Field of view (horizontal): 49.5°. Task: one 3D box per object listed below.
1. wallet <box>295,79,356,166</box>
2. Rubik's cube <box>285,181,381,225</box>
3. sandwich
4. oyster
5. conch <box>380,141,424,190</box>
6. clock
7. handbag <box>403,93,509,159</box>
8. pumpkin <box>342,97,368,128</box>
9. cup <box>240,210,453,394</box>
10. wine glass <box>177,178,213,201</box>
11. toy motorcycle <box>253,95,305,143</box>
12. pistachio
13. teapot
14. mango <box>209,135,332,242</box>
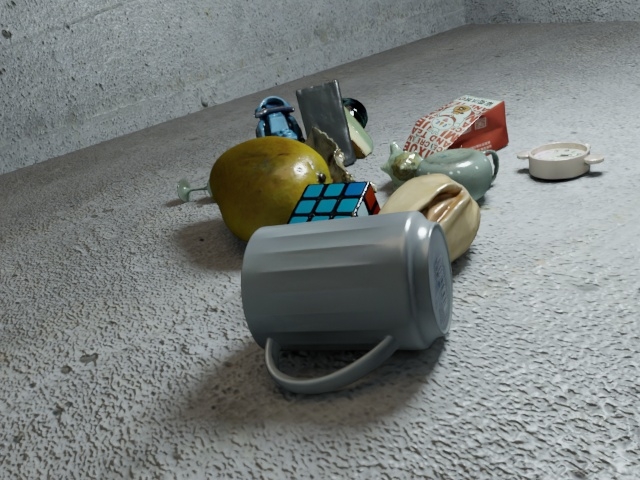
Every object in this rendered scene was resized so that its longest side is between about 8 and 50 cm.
[{"bbox_3d":[0.019,-0.368,2.249,0.145,0.286,0.030,-13,-2,-6],"label":"wallet"},{"bbox_3d":[0.037,-0.016,1.501,0.160,0.163,0.162,0,43,29],"label":"Rubik's cube"},{"bbox_3d":[0.062,-0.374,2.333,0.219,0.186,0.108,5,31,36],"label":"sandwich"},{"bbox_3d":[0.001,-0.179,2.003,0.204,0.111,0.396,-44,41,6],"label":"oyster"},{"bbox_3d":[0.225,-0.204,1.936,0.114,0.137,0.234,-40,15,2],"label":"conch"},{"bbox_3d":[0.619,-0.205,1.796,0.229,0.063,0.155,11,30,40],"label":"clock"},{"bbox_3d":[0.399,-0.310,2.047,0.298,0.151,0.171,-29,33,-25],"label":"handbag"},{"bbox_3d":[0.078,-0.432,2.519,0.201,0.140,0.202,-20,33,14],"label":"pumpkin"},{"bbox_3d":[0.048,0.110,1.203,0.326,0.237,0.323,-4,54,21],"label":"cup"},{"bbox_3d":[-0.357,-0.167,2.222,0.195,0.079,0.079,-4,25,24],"label":"wine glass"},{"bbox_3d":[-0.139,-0.348,2.321,0.172,0.232,0.416,-11,23,-7],"label":"toy motorcycle"},{"bbox_3d":[0.213,-0.025,1.459,0.193,0.214,0.318,44,58,13],"label":"pistachio"},{"bbox_3d":[0.337,-0.152,1.748,0.294,0.130,0.193,-21,24,-23],"label":"teapot"},{"bbox_3d":[-0.148,-0.135,1.819,0.445,0.220,0.301,18,68,51],"label":"mango"}]
